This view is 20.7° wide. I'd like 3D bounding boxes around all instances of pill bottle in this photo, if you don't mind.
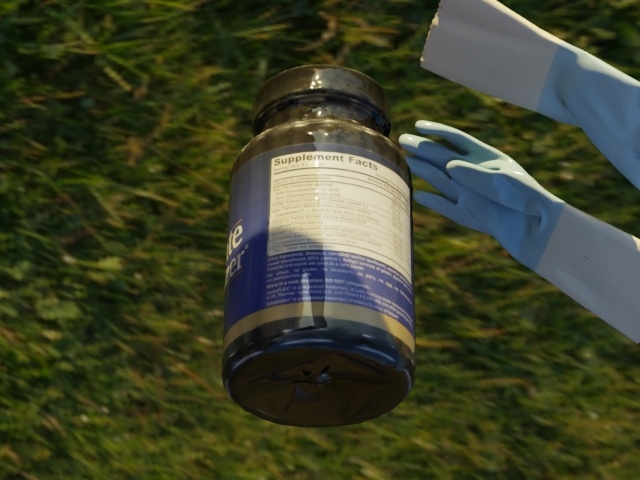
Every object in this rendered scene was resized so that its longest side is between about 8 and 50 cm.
[{"bbox_3d":[0.000,0.000,1.138,0.123,0.123,0.219,18,53,-26],"label":"pill bottle"}]

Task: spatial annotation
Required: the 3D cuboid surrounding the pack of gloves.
[{"bbox_3d":[0.170,-0.063,1.251,0.046,0.232,0.195,-41,157,-43],"label":"pack of gloves"}]
